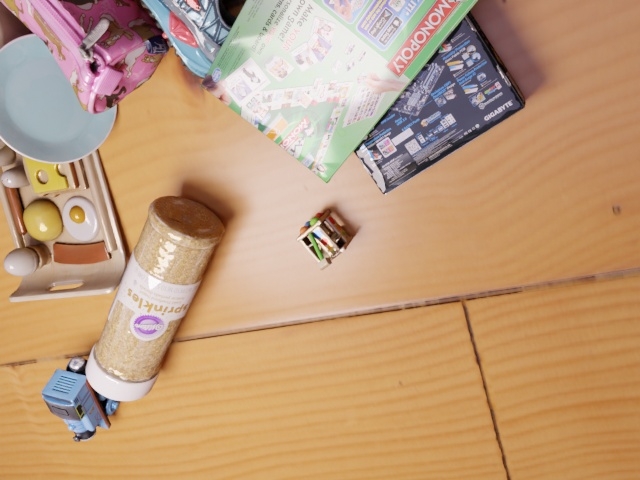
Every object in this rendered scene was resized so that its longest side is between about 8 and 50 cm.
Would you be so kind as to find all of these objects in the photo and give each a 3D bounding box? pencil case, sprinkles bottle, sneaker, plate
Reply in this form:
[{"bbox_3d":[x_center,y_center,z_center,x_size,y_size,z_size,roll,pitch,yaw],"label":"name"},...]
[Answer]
[{"bbox_3d":[-0.378,-0.360,0.831,0.386,0.160,0.167,50,148,-9],"label":"pencil case"},{"bbox_3d":[-0.276,0.101,1.019,0.121,0.121,0.355,31,116,4],"label":"sprinkles bottle"},{"bbox_3d":[-0.176,-0.346,0.809,0.125,0.104,0.262,-24,132,13],"label":"sneaker"},{"bbox_3d":[-0.399,-0.209,0.927,0.024,0.188,0.188,11,119,53],"label":"plate"}]

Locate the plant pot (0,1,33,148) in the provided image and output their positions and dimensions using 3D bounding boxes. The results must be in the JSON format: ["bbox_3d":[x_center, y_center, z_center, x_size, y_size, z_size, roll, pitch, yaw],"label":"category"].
[{"bbox_3d":[-0.620,-0.269,0.865,0.323,0.280,0.323,2,98,17],"label":"plant pot"}]

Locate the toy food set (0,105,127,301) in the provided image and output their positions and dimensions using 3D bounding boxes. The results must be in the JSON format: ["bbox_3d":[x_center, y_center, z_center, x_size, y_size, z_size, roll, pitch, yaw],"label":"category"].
[{"bbox_3d":[-0.463,-0.054,1.026,0.220,0.092,0.306,-6,104,19],"label":"toy food set"}]

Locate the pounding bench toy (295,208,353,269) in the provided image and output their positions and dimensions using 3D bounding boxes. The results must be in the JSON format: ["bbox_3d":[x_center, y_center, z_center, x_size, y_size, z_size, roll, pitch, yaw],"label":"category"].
[{"bbox_3d":[0.000,0.000,0.914,0.052,0.083,0.065,-38,96,26],"label":"pounding bench toy"}]

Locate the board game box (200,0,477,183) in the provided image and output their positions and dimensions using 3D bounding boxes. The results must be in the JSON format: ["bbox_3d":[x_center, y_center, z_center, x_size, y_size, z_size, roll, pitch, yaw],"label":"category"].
[{"bbox_3d":[0.014,-0.242,0.745,0.213,0.046,0.317,37,129,-6],"label":"board game box"}]

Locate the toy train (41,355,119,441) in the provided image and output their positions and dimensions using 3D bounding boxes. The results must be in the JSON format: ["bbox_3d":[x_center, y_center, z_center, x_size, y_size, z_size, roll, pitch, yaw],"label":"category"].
[{"bbox_3d":[-0.429,0.289,1.129,0.080,0.105,0.184,13,136,12],"label":"toy train"}]

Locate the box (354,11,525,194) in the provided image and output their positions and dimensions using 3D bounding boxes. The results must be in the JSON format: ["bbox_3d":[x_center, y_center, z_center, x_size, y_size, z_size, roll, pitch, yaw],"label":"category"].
[{"bbox_3d":[0.126,-0.189,0.820,0.220,0.051,0.175,-32,98,25],"label":"box"}]
